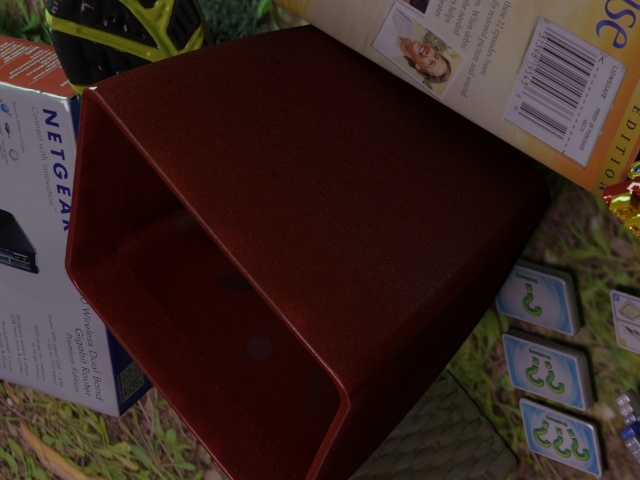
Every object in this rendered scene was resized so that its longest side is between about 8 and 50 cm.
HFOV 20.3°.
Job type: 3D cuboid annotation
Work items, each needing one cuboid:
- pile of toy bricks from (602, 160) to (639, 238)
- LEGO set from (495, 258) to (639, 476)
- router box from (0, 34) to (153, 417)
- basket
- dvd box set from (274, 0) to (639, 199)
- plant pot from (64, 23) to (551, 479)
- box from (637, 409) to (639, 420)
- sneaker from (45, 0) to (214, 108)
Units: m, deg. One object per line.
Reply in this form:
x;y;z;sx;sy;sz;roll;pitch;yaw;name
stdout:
0.266;-0.001;1.033;0.118;0.105;0.212;35;147;-31;pile of toy bricks
0.213;0.122;1.267;0.244;0.060;0.182;18;131;45;LEGO set
-0.302;-0.028;1.651;0.301;0.082;0.335;14;126;29;router box
0.061;0.195;1.414;0.113;0.167;0.103;52;140;6;basket
0.062;-0.242;1.096;0.420;0.062;0.307;32;139;16;dvd box set
0.000;0.000;1.241;0.267;0.236;0.267;49;154;16;plant pot
0.373;0.095;0.948;0.296;0.073;0.293;32;147;-12;box
-0.123;-0.111;1.442;0.147;0.145;0.384;-104;3;-47;sneaker
